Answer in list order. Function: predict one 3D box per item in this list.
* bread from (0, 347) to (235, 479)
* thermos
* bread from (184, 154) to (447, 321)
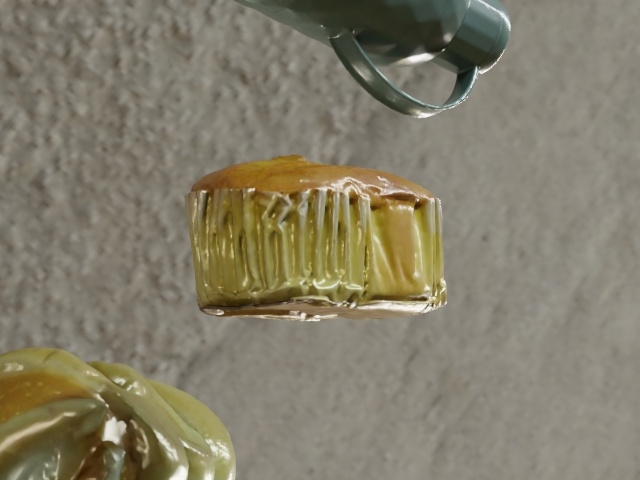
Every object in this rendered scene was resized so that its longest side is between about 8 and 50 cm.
[{"bbox_3d":[-0.225,0.220,1.285,0.300,0.210,0.341,-53,163,6],"label":"bread"},{"bbox_3d":[0.050,-0.218,1.450,0.286,0.145,0.182,23,61,-34],"label":"thermos"},{"bbox_3d":[0.000,0.000,1.082,0.190,0.132,0.114,-2,89,-53],"label":"bread"}]
